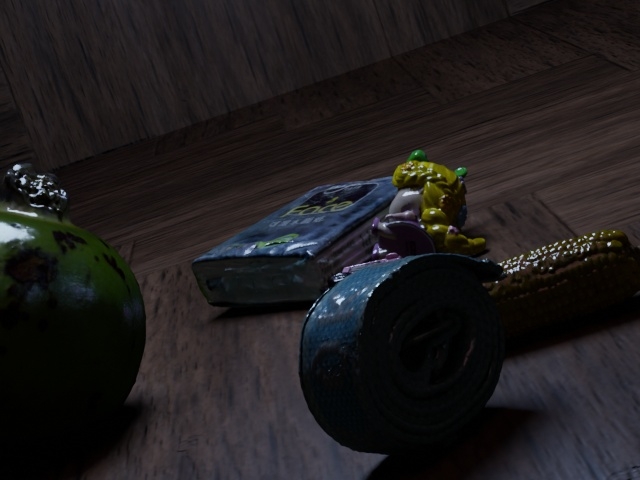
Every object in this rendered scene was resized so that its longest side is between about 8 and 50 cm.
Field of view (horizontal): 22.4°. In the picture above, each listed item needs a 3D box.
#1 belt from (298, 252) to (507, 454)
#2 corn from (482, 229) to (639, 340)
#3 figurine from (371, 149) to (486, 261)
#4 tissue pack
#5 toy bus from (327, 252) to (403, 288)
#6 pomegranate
[{"bbox_3d":[0.059,0.082,1.182,0.163,0.147,0.082,8,-12,-43],"label":"belt"},{"bbox_3d":[0.173,0.044,1.339,0.207,0.068,0.068,-19,13,4],"label":"corn"},{"bbox_3d":[0.124,-0.032,1.680,0.115,0.094,0.156,13,35,9],"label":"figurine"},{"bbox_3d":[0.000,0.000,1.754,0.173,0.073,0.235,-5,19,40],"label":"tissue pack"},{"bbox_3d":[0.044,0.072,1.420,0.090,0.063,0.203,-13,16,13],"label":"toy bus"},{"bbox_3d":[-0.281,0.066,1.473,0.254,0.270,0.254,9,4,-1],"label":"pomegranate"}]
